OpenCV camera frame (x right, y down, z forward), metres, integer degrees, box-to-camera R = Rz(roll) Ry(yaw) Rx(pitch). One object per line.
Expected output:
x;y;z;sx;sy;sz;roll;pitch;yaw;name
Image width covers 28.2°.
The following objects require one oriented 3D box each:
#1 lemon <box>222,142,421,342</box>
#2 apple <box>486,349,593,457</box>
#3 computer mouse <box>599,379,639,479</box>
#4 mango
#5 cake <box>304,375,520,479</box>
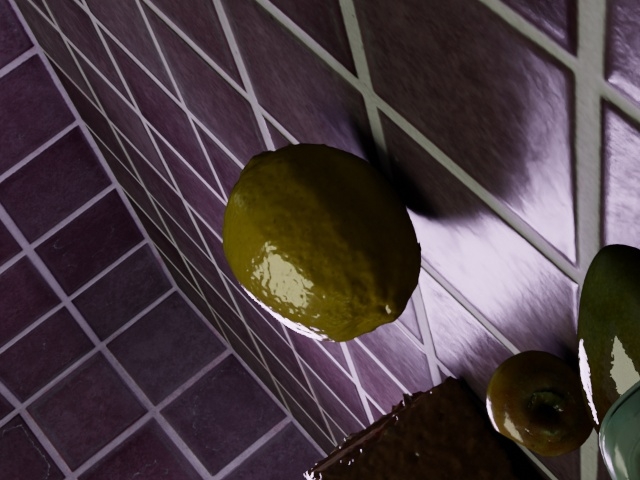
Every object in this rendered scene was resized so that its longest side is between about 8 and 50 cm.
0.000;0.000;1.414;0.260;0.204;0.204;46;167;23;lemon
0.227;0.166;1.312;0.114;0.099;0.102;25;176;2;apple
0.320;0.196;0.915;0.288;0.159;0.097;54;-170;-7;computer mouse
0.267;0.124;1.001;0.267;0.111;0.133;61;177;-20;mango
0.137;0.369;1.821;0.282;0.256;0.290;58;167;3;cake
